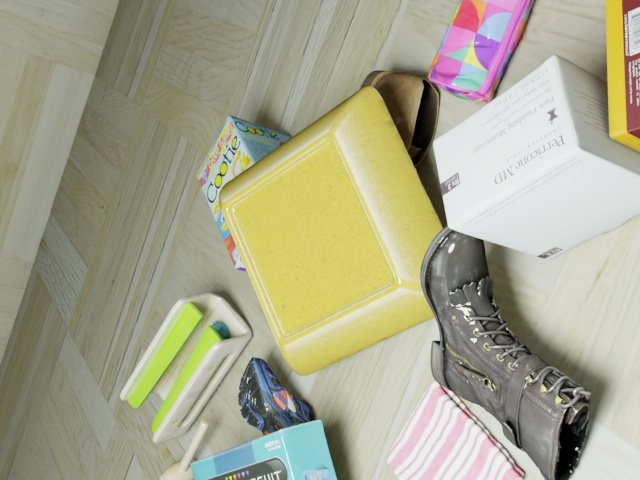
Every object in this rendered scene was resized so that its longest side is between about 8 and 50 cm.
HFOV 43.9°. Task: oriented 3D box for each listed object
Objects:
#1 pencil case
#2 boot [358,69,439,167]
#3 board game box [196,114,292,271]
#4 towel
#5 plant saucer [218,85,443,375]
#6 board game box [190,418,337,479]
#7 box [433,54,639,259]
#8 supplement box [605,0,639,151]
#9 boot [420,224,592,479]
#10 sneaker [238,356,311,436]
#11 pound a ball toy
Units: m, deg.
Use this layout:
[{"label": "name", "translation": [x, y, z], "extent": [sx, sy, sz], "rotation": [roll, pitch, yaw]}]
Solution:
[{"label": "pencil case", "translation": [0.230, -0.303, 1.063], "extent": [0.104, 0.104, 0.236], "rotation": [41, 113, 52]}, {"label": "boot", "translation": [0.089, -0.108, 1.190], "extent": [0.115, 0.112, 0.305], "rotation": [15, 88, 45]}, {"label": "board game box", "translation": [-0.097, -0.075, 1.396], "extent": [0.142, 0.144, 0.275], "rotation": [-57, 38, 25]}, {"label": "towel", "translation": [0.161, 0.285, 1.005], "extent": [0.144, 0.029, 0.197], "rotation": [-63, 37, 16]}, {"label": "plant saucer", "translation": [0.000, 0.000, 1.137], "extent": [0.332, 0.081, 0.333], "rotation": [-30, 79, 33]}, {"label": "board game box", "translation": [-0.057, 0.453, 1.131], "extent": [0.253, 0.079, 0.336], "rotation": [-32, 69, 44]}, {"label": "box", "translation": [0.254, -0.081, 0.872], "extent": [0.181, 0.181, 0.119], "rotation": [-35, 51, 43]}, {"label": "supplement box", "translation": [0.396, -0.194, 0.761], "extent": [0.194, 0.129, 0.191], "rotation": [-16, 65, 51]}, {"label": "boot", "translation": [0.216, 0.124, 0.891], "extent": [0.229, 0.091, 0.263], "rotation": [38, 142, 54]}, {"label": "sneaker", "translation": [-0.065, 0.275, 1.271], "extent": [0.221, 0.087, 0.083], "rotation": [56, 129, 40]}, {"label": "pound a ball toy", "translation": [-0.235, 0.284, 1.501], "extent": [0.208, 0.135, 0.319], "rotation": [45, 117, 23]}]
